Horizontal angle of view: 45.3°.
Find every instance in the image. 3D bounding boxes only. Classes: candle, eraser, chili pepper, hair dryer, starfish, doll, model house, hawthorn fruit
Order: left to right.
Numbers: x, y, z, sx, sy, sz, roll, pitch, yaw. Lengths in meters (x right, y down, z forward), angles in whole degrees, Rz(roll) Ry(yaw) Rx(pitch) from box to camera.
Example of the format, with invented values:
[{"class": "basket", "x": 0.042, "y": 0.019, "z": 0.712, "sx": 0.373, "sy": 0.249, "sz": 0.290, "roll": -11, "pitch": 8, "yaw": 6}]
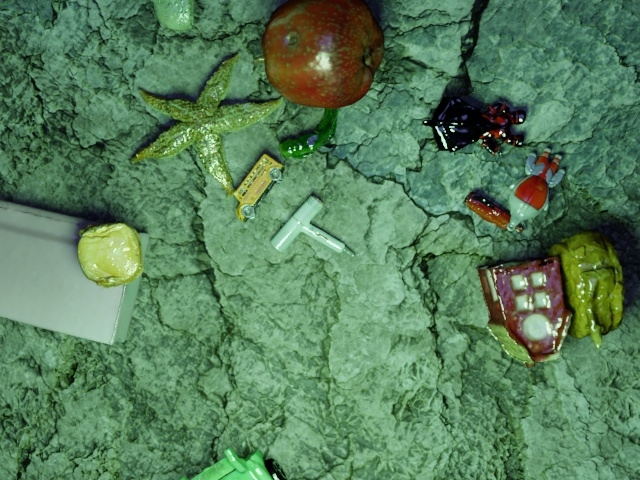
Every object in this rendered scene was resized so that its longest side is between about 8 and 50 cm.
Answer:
[{"class": "eraser", "x": -0.610, "y": 0.073, "z": 1.792, "sx": 0.359, "sy": 0.122, "sz": 0.272, "roll": 12, "pitch": 89, "yaw": 3}, {"class": "starfish", "x": -0.284, "y": -0.300, "z": 1.828, "sx": 0.347, "sy": 0.078, "sz": 0.358, "roll": 16, "pitch": 87, "yaw": 5}, {"class": "chili pepper", "x": -0.015, "y": -0.254, "z": 1.826, "sx": 0.182, "sy": 0.050, "sz": 0.073, "roll": -43, "pitch": 79, "yaw": -3}, {"class": "hawthorn fruit", "x": -0.007, "y": -0.425, "z": 1.726, "sx": 0.300, "sy": 0.275, "sz": 0.275, "roll": -5, "pitch": 87, "yaw": 9}, {"class": "hair dryer", "x": -0.004, "y": 0.007, "z": 1.818, "sx": 0.183, "sy": 0.044, "sz": 0.155, "roll": 42, "pitch": 91, "yaw": 0}, {"class": "doll", "x": 0.357, "y": -0.267, "z": 1.805, "sx": 0.249, "sy": 0.088, "sz": 0.127, "roll": -1, "pitch": 66, "yaw": -8}, {"class": "candle", "x": 0.413, "y": -0.064, "z": 1.812, "sx": 0.162, "sy": 0.053, "sz": 0.048, "roll": 31, "pitch": 44, "yaw": -2}, {"class": "model house", "x": 0.461, "y": 0.165, "z": 1.719, "sx": 0.160, "sy": 0.196, "sz": 0.254, "roll": -13, "pitch": 87, "yaw": -1}, {"class": "doll", "x": 0.494, "y": -0.116, "z": 1.790, "sx": 0.102, "sy": 0.075, "sz": 0.227, "roll": 29, "pitch": 76, "yaw": 4}]

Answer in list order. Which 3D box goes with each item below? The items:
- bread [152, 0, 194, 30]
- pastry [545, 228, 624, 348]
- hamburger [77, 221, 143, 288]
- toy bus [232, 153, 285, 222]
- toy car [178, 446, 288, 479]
[{"class": "bread", "x": -0.366, "y": -0.623, "z": 1.849, "sx": 0.172, "sy": 0.064, "sz": 0.232, "roll": -42, "pitch": 88, "yaw": 1}, {"class": "pastry", "x": 0.598, "y": 0.095, "z": 1.700, "sx": 0.132, "sy": 0.235, "sz": 0.240, "roll": -13, "pitch": 96, "yaw": -3}, {"class": "hamburger", "x": -0.463, "y": 0.030, "z": 1.689, "sx": 0.138, "sy": 0.083, "sz": 0.147, "roll": -11, "pitch": 84, "yaw": -5}, {"class": "toy bus", "x": -0.153, "y": -0.122, "z": 1.813, "sx": 0.074, "sy": 0.069, "sz": 0.162, "roll": 36, "pitch": 87, "yaw": 4}, {"class": "toy car", "x": -0.154, "y": 0.633, "z": 1.720, "sx": 0.213, "sy": 0.176, "sz": 0.358, "roll": -32, "pitch": 87, "yaw": 1}]
